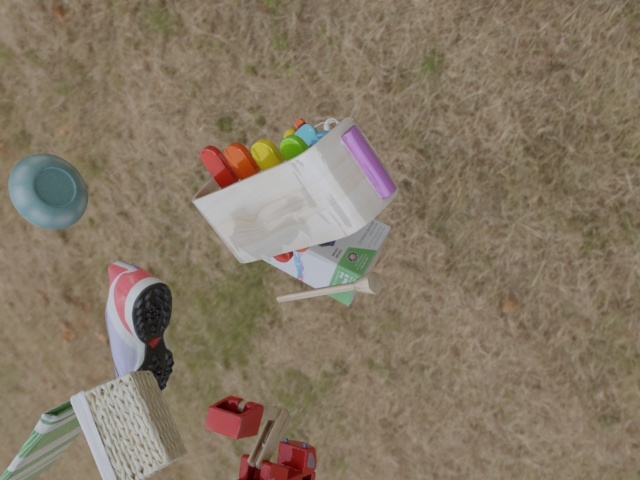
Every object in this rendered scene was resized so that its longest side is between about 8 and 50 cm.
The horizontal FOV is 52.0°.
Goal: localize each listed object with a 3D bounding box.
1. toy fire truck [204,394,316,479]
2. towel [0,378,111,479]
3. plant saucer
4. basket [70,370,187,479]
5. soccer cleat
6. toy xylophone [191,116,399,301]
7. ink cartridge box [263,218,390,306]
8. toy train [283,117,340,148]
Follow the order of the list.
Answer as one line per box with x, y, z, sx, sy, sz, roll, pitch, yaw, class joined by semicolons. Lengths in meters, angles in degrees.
-0.063;0.248;0.776;0.047;0.192;0.135;7;89;30;toy fire truck
-0.642;0.474;1.541;0.038;0.248;0.325;44;108;8;towel
-0.650;-0.125;1.590;0.037;0.195;0.195;-21;110;44;plant saucer
-0.296;0.294;1.030;0.167;0.103;0.113;62;180;11;basket
-0.343;0.182;1.210;0.116;0.108;0.318;33;129;30;soccer cleat
-0.039;-0.030;0.873;0.322;0.081;0.236;-5;125;43;toy xylophone
0.000;0.000;1.217;0.212;0.154;0.093;27;136;10;ink cartridge box
-0.010;-0.116;1.075;0.125;0.046;0.166;8;92;23;toy train
